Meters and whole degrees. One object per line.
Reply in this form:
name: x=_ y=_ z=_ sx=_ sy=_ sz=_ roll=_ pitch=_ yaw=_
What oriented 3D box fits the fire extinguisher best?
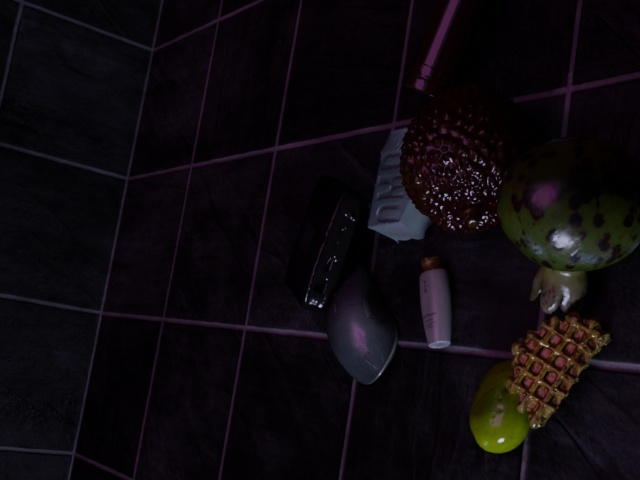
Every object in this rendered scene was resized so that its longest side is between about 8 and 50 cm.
fire extinguisher: x=0.287 y=-0.463 z=1.854 sx=0.337 sy=0.114 sz=0.135 roll=-67 pitch=22 yaw=11

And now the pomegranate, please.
pomegranate: x=0.390 y=-0.026 z=1.440 sx=0.306 sy=0.242 sz=0.242 roll=-61 pitch=37 yaw=28

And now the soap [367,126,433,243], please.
soap: x=0.185 y=-0.118 z=1.886 sx=0.145 sy=0.091 sz=0.230 roll=-5 pitch=73 yaw=54

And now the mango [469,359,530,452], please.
mango: x=0.319 y=0.292 z=1.556 sx=0.117 sy=0.089 sz=0.163 roll=-20 pitch=50 yaw=57

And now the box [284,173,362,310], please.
box: x=0.000 y=0.000 z=2.064 sx=0.289 sy=0.073 sz=0.290 roll=-137 pitch=66 yaw=-73

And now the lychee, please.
lychee: x=0.272 y=-0.146 z=1.619 sx=0.276 sy=0.276 sz=0.304 roll=-35 pitch=36 yaw=43

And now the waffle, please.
waffle: x=0.396 y=0.208 z=1.465 sx=0.192 sy=0.046 sz=0.160 roll=-27 pitch=67 yaw=22

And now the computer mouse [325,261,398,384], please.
computer mouse: x=0.059 y=0.153 z=1.968 sx=0.167 sy=0.090 sz=0.379 roll=-52 pitch=39 yaw=28

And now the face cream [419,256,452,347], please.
face cream: x=0.230 y=0.122 z=1.766 sx=0.072 sy=0.051 sz=0.182 roll=-32 pitch=52 yaw=50
